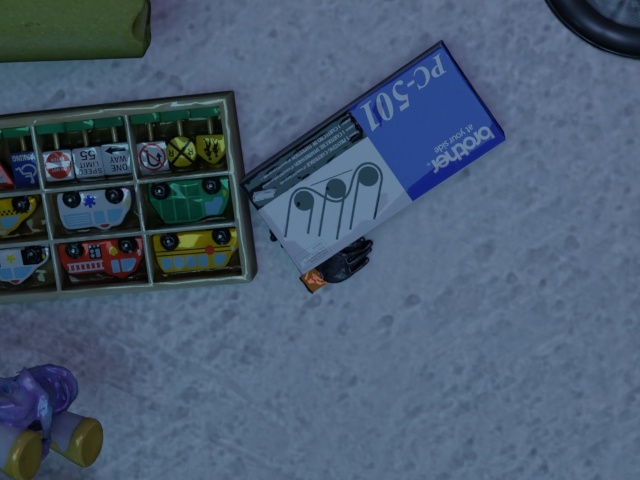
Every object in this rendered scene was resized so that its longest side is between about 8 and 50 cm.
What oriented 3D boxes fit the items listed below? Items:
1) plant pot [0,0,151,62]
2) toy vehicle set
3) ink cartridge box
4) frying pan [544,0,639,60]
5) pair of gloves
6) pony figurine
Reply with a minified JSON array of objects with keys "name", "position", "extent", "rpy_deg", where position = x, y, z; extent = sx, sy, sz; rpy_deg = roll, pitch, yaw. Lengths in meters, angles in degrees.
[{"name":"plant pot","position":[-0.253,-0.244,1.139],"extent":[0.254,0.276,0.276],"rpy_deg":[4,106,-4]},{"name":"toy vehicle set","position":[-0.196,-0.035,1.284],"extent":[0.267,0.035,0.165],"rpy_deg":[-5,104,10]},{"name":"ink cartridge box","position":[0.043,-0.069,1.227],"extent":[0.207,0.046,0.097],"rpy_deg":[-33,98,11]},{"name":"frying pan","position":[0.319,-0.248,1.127],"extent":[0.326,0.053,0.197],"rpy_deg":[-13,106,21]},{"name":"pair of gloves","position":[0.000,0.000,1.277],"extent":[0.074,0.010,0.083],"rpy_deg":[-34,98,15]},{"name":"pony figurine","position":[-0.373,0.140,1.243],"extent":[0.364,0.303,0.351],"rpy_deg":[16,134,20]}]
